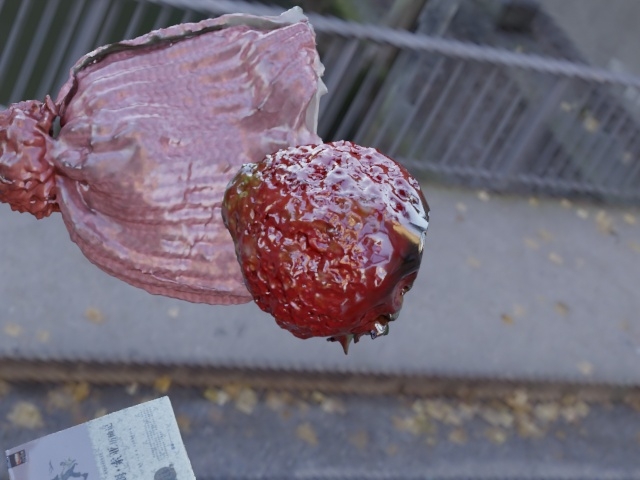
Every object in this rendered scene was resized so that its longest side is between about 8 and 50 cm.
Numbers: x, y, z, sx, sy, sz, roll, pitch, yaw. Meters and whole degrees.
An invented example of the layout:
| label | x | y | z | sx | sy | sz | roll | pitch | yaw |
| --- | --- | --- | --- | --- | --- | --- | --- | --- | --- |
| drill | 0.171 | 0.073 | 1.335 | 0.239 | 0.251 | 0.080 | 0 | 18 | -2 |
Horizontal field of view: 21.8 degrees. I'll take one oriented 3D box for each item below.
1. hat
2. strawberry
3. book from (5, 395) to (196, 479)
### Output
| label | x | y | z | sx | sy | sz | roll | pitch | yaw |
| --- | --- | --- | --- | --- | --- | --- | --- | --- | --- |
| hat | -0.134 | -0.064 | 1.325 | 0.286 | 0.236 | 0.107 | -2 | -9 | -1 |
| strawberry | 0.000 | -0.001 | 0.776 | 0.106 | 0.106 | 0.106 | 20 | 32 | -13 |
| book | -0.224 | 0.232 | 1.683 | 0.182 | 0.014 | 0.127 | -18 | 46 | -5 |
